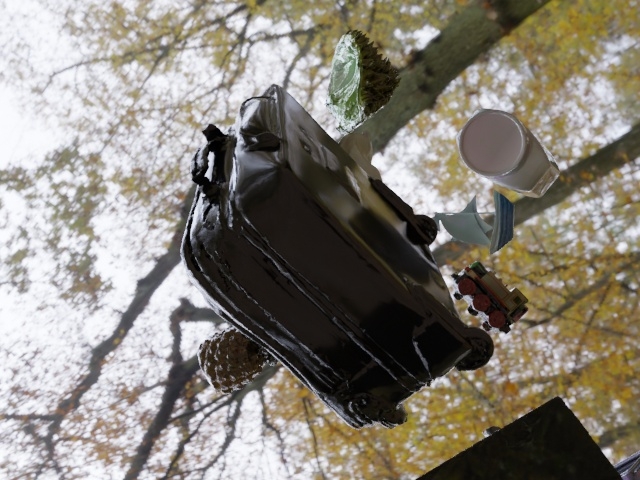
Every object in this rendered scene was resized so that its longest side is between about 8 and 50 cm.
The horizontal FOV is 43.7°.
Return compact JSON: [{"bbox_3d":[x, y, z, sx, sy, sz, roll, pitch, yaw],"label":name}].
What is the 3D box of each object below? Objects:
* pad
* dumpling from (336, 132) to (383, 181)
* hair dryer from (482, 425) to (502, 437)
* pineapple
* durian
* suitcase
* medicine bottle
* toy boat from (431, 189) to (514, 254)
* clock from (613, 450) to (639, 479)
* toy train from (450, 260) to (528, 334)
[{"bbox_3d":[0.136,0.239,0.696,0.164,0.243,0.004,49,-166,-31],"label":"pad"},{"bbox_3d":[0.080,-0.145,1.816,0.142,0.247,0.172,16,-129,21],"label":"dumpling"},{"bbox_3d":[0.181,0.402,1.007,0.121,0.301,0.361,45,-129,-27],"label":"hair dryer"},{"bbox_3d":[-0.092,0.159,1.335,0.119,0.237,0.111,60,-169,5],"label":"pineapple"},{"bbox_3d":[0.074,-0.369,1.863,0.163,0.198,0.394,49,-165,-29],"label":"durian"},{"bbox_3d":[0.000,0.000,0.885,0.339,0.188,0.345,45,-164,-22],"label":"suitcase"},{"bbox_3d":[0.318,-0.148,1.362,0.161,0.111,0.296,40,-168,16],"label":"medicine bottle"},{"bbox_3d":[0.265,-0.022,1.368,0.034,0.149,0.105,13,-122,-69],"label":"toy boat"},{"bbox_3d":[0.648,0.515,1.684,0.193,0.144,0.073,-10,-119,-53],"label":"clock"},{"bbox_3d":[0.290,0.095,1.381,0.087,0.050,0.138,-41,-98,-15],"label":"toy train"}]
